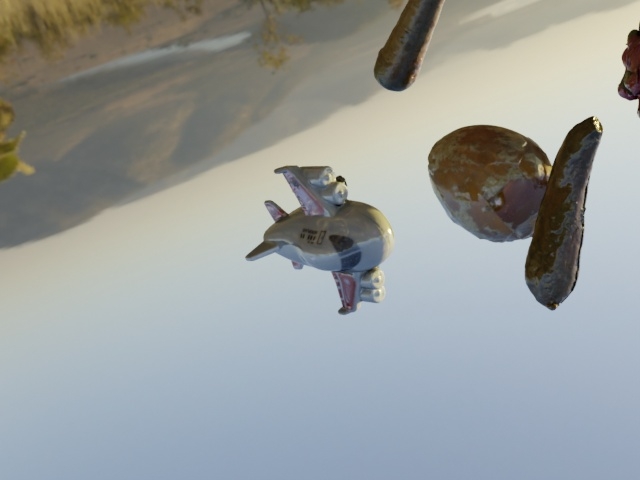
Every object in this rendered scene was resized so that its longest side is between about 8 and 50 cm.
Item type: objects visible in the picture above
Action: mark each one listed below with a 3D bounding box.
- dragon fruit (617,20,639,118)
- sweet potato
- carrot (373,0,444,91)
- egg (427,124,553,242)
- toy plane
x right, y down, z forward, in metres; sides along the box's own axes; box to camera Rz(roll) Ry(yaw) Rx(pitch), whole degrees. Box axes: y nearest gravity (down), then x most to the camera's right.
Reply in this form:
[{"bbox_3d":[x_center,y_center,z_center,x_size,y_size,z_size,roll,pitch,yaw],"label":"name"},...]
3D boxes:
[{"bbox_3d":[0.652,-0.300,1.699,0.218,0.272,0.198,-4,155,29],"label":"dragon fruit"},{"bbox_3d":[0.337,-0.039,1.282,0.075,0.273,0.075,9,-169,-2],"label":"sweet potato"},{"bbox_3d":[0.166,-0.363,1.465,0.078,0.078,0.298,-27,154,-43],"label":"carrot"},{"bbox_3d":[0.290,-0.099,1.565,0.195,0.233,0.195,-52,-175,6],"label":"egg"},{"bbox_3d":[0.003,-0.002,1.353,0.252,0.252,0.118,-13,-158,51],"label":"toy plane"}]
